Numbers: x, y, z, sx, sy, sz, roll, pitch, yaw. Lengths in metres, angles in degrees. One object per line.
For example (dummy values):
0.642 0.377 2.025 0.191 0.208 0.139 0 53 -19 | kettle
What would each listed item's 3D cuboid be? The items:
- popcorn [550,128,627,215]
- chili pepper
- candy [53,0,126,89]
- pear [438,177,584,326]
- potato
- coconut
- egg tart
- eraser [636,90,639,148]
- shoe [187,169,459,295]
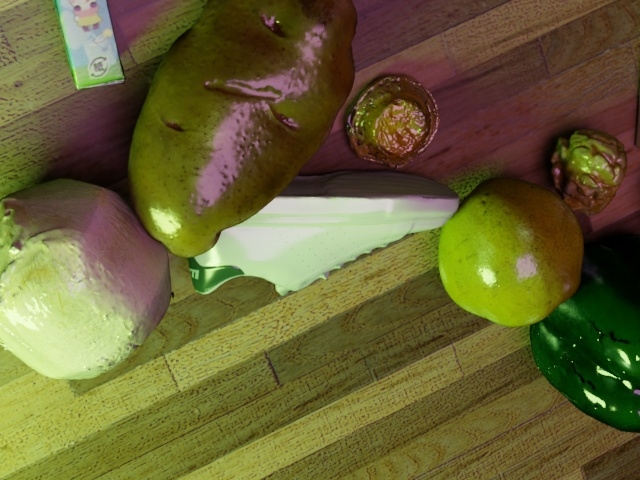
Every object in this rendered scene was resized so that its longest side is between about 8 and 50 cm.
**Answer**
0.358 -0.096 1.741 0.106 0.121 0.116 33 92 7 | popcorn
0.430 0.130 1.781 0.249 0.256 0.233 -28 123 -9 | chili pepper
-0.273 -0.276 1.458 0.062 0.097 0.194 -14 115 -9 | candy
0.253 0.016 1.712 0.198 0.198 0.198 -7 113 -16 | pear
-0.096 -0.154 1.507 0.195 0.176 0.369 37 83 -42 | potato
-0.304 0.038 1.511 0.227 0.227 0.230 -44 117 3 | coconut
0.098 -0.148 1.662 0.130 0.052 0.130 -8 113 -19 | egg tart
0.518 -0.242 1.772 0.157 0.038 0.230 -9 114 -16 | eraser
0.000 0.000 1.648 0.363 0.132 0.160 -1 111 -14 | shoe
